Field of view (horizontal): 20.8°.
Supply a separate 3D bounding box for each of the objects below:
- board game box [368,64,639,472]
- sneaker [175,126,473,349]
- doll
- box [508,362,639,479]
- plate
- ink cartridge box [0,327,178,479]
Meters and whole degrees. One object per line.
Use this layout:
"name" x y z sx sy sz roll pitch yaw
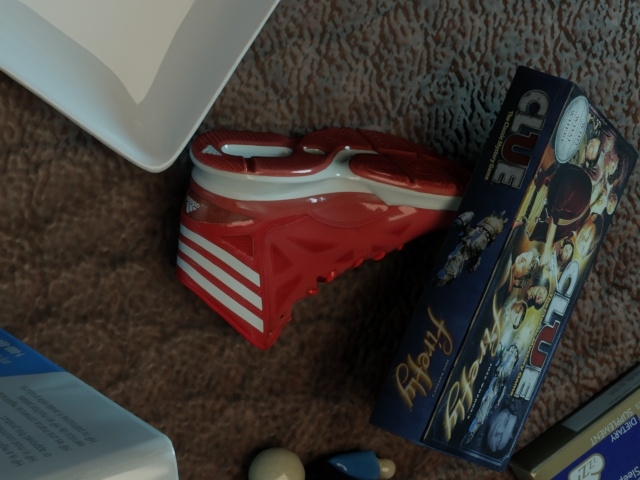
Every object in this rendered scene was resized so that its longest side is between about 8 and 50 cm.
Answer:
"board game box" 0.125 0.025 1.146 0.165 0.042 0.243 28 84 -63
"sneaker" 0.000 0.000 1.116 0.221 0.087 0.128 5 115 -31
"doll" 0.021 0.204 1.161 0.189 0.046 0.129 47 59 -24
"box" 0.237 0.218 1.291 0.136 0.036 0.225 -34 114 -19
"plate" -0.127 -0.224 0.991 0.278 0.045 0.277 34 91 -24
"ink cartridge box" -0.290 0.192 0.859 0.395 0.285 0.166 -16 106 -25
